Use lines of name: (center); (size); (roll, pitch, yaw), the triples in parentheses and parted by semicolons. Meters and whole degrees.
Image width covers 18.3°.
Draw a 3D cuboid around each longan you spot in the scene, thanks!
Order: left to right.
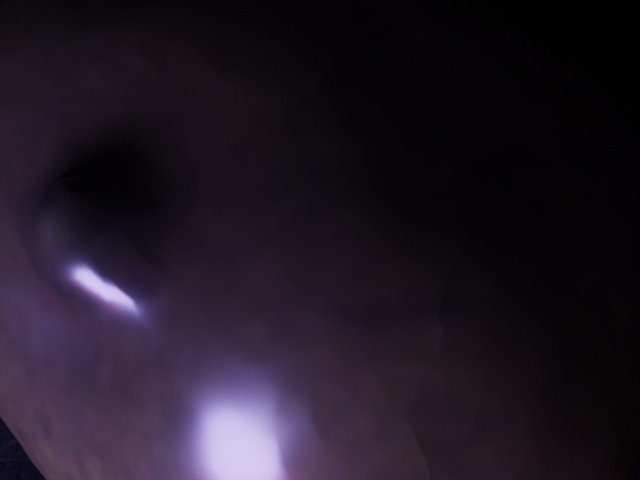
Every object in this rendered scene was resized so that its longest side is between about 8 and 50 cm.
longan: (-0.008, 0.005, 0.920); (0.361, 0.361, 0.361); (30, 176, 2)
